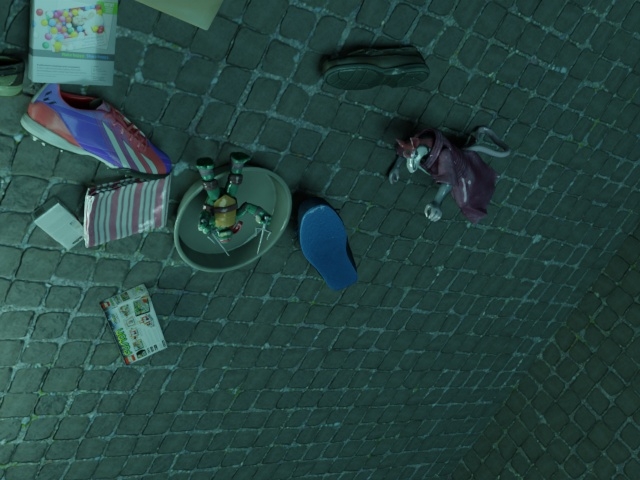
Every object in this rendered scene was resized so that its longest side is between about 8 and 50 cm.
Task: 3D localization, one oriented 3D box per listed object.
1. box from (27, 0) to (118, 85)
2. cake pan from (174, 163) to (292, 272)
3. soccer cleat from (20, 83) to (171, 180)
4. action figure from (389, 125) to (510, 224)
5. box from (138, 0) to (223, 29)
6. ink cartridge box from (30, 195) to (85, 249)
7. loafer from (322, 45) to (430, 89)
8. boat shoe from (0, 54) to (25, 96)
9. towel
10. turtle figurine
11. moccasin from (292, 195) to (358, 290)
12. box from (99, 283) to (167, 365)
[{"bbox_3d":[-0.429,-0.366,1.389,0.145,0.038,0.186,-4,112,-33],"label":"box"},{"bbox_3d":[-0.207,-0.057,1.847,0.293,0.054,0.293,-20,135,-21],"label":"cake pan"},{"bbox_3d":[-0.405,-0.206,1.536,0.318,0.108,0.116,20,109,-42],"label":"soccer cleat"},{"bbox_3d":[0.322,-0.189,1.969,0.276,0.248,0.370,-49,141,10],"label":"action figure"},{"bbox_3d":[-0.311,-0.480,1.327,0.311,0.148,0.121,14,117,-41],"label":"box"},{"bbox_3d":[-0.533,-0.034,1.648,0.063,0.029,0.115,-38,141,-3],"label":"ink cartridge box"},{"bbox_3d":[0.116,-0.391,1.784,0.267,0.084,0.096,-5,160,-28],"label":"loafer"},{"bbox_3d":[-0.604,-0.292,1.336,0.223,0.080,0.073,1,120,-43],"label":"boat shoe"},{"bbox_3d":[-0.404,-0.065,1.694,0.197,0.029,0.144,-18,136,-36],"label":"towel"},{"bbox_3d":[-0.203,-0.067,1.713,0.175,0.118,0.234,-24,123,-37],"label":"turtle figurine"},{"bbox_3d":[0.000,0.000,2.008,0.137,0.117,0.342,-20,142,-3],"label":"moccasin"},{"bbox_3d":[-0.445,0.204,1.919,0.114,0.036,0.207,-23,137,-17],"label":"box"}]
